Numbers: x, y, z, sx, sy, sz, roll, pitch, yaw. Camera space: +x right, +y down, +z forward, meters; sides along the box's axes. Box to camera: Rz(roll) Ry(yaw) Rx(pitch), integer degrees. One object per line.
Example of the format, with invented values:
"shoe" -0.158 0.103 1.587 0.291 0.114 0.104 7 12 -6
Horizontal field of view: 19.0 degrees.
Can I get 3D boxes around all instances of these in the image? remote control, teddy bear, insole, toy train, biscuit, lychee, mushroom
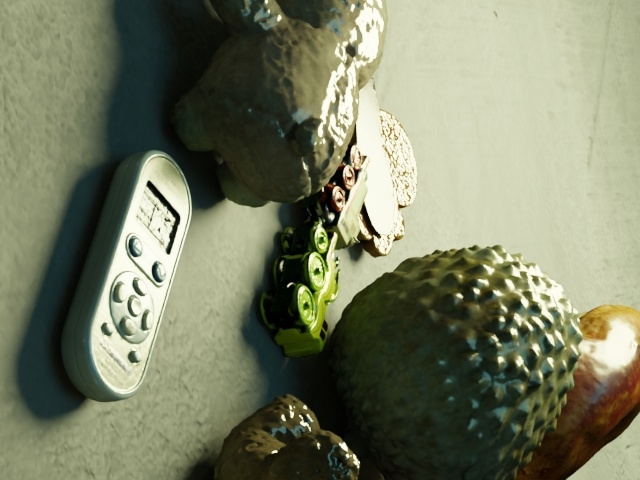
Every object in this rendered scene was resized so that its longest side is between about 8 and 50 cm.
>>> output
"remote control" -0.164 0.028 1.610 0.087 0.047 0.244 48 41 -38
"teddy bear" -0.030 -0.163 1.804 0.236 0.151 0.267 53 39 -41
"teddy bear" -0.025 0.250 1.699 0.140 0.177 0.190 -31 114 -12
"insole" 0.054 -0.096 2.029 0.064 0.004 0.188 13 67 -53
"toy train" 0.000 0.000 1.901 0.085 0.053 0.249 58 37 -39
"biscuit" 0.058 -0.065 2.051 0.124 0.026 0.175 44 44 -36
"lychee" 0.136 0.136 1.905 0.255 0.274 0.255 63 1 -2
"mushroom" 0.269 0.170 2.196 0.267 0.267 0.254 39 14 -49
